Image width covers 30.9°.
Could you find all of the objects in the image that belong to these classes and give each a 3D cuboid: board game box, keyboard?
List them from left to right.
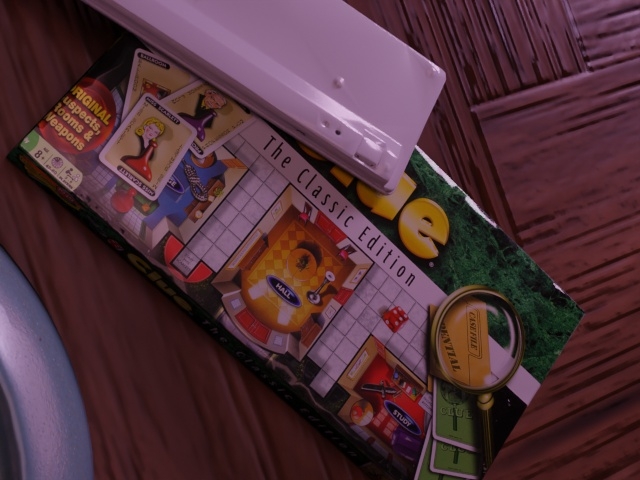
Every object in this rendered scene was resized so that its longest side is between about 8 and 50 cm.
[{"bbox_3d":[-0.057,-0.114,0.510,0.256,0.014,0.072,32,64,-17],"label":"keyboard"},{"bbox_3d":[0.000,0.000,0.536,0.259,0.030,0.136,42,64,-13],"label":"board game box"}]

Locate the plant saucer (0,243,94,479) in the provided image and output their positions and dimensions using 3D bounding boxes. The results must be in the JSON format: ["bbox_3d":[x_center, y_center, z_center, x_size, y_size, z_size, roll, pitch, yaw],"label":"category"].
[{"bbox_3d":[-0.231,0.098,0.403,0.317,0.043,0.318,4,80,-24],"label":"plant saucer"}]
